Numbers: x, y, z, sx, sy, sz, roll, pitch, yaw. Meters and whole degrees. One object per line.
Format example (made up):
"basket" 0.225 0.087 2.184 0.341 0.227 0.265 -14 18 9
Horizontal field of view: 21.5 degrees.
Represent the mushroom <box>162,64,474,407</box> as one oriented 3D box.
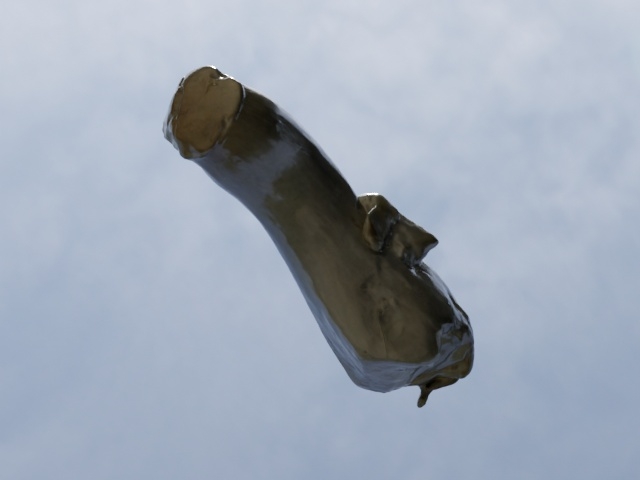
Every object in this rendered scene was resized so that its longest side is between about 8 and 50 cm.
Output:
"mushroom" 0.001 -0.001 1.081 0.099 0.278 0.096 -22 -155 39
